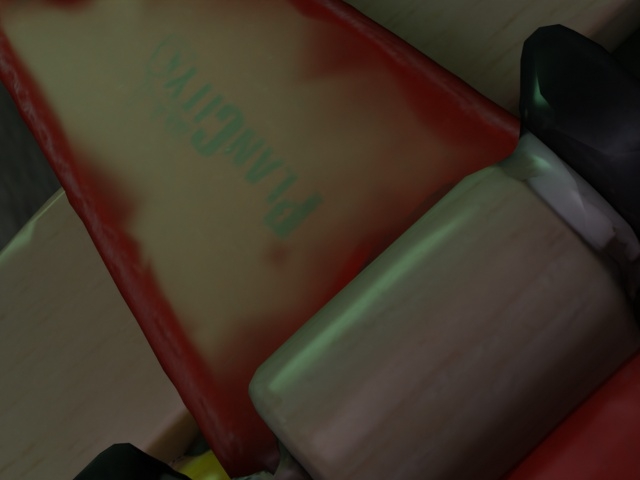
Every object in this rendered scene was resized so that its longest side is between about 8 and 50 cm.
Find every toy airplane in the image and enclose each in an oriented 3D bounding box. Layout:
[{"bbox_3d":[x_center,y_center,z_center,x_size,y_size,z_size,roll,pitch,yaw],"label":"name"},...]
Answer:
[{"bbox_3d":[0.000,0.000,0.534,0.386,0.272,0.384,-10,54,32],"label":"toy airplane"}]
